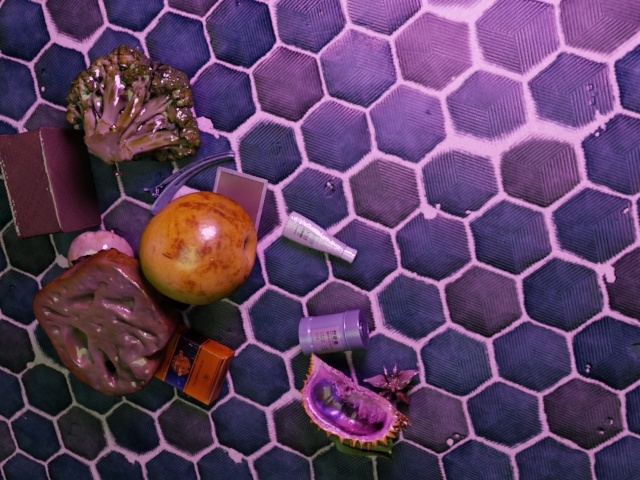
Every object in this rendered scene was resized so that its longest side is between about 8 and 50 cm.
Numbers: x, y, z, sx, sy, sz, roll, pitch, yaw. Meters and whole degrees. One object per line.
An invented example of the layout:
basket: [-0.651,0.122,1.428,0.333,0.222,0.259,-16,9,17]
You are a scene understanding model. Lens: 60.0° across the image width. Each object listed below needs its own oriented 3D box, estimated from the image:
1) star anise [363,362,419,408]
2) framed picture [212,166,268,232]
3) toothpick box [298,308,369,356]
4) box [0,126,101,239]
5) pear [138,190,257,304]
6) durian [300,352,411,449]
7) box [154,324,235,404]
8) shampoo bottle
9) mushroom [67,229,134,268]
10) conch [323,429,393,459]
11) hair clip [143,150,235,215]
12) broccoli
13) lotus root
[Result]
star anise: [0.170,0.358,1.376,0.129,0.056,0.124,12,108,3]
framed picture: [-0.216,-0.085,1.425,0.142,0.011,0.183,16,103,12]
toothpick box: [0.035,0.229,1.368,0.153,0.101,0.101,-11,97,18]
box: [-0.705,-0.154,1.452,0.143,0.184,0.273,-7,99,12]
pear: [-0.289,0.020,1.318,0.281,0.281,0.280,3,100,14]
durian: [0.086,0.409,1.351,0.260,0.186,0.153,30,96,34]
box: [-0.369,0.323,1.509,0.237,0.070,0.152,24,104,8]
shampoo bottle: [0.000,0.000,1.368,0.191,0.041,0.069,27,100,8]
mushroom: [-0.586,0.043,1.481,0.166,0.166,0.127,-38,45,18]
conch: [0.090,0.500,1.416,0.201,0.079,0.094,6,94,0]
hair clip: [-0.337,-0.168,1.420,0.275,0.048,0.083,-31,67,16]
broccoli: [-0.447,-0.286,1.319,0.321,0.283,0.303,-14,128,25]
lotus root: [-0.546,0.206,1.409,0.375,0.111,0.390,19,115,7]
